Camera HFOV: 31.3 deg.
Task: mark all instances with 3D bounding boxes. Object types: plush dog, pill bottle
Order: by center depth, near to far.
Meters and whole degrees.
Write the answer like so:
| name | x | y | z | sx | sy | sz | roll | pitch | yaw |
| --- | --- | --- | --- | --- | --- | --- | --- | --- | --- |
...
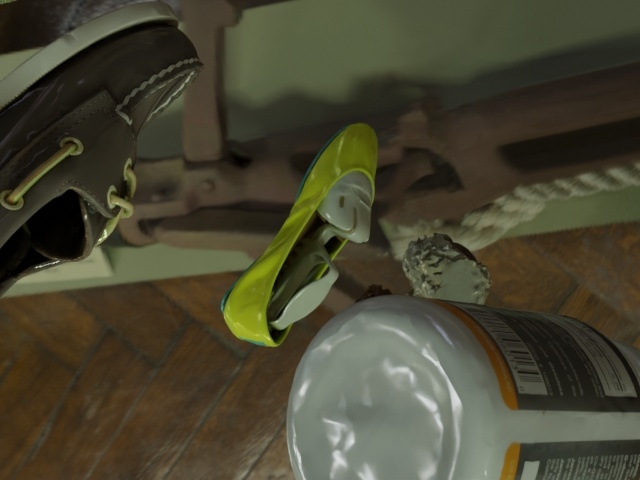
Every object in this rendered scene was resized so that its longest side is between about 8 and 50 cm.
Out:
| name | x | y | z | sx | sy | sz | roll | pitch | yaw |
| --- | --- | --- | --- | --- | --- | --- | --- | --- | --- |
| pill bottle | 0.123 | 0.125 | 0.773 | 0.162 | 0.278 | 0.162 | -8 | 78 | 41 |
| plush dog | 0.123 | 0.148 | 1.235 | 0.210 | 0.225 | 0.262 | -42 | 91 | -11 |

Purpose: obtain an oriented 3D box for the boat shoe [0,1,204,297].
| name | x | y | z | sx | sy | sz | roll | pitch | yaw |
| --- | --- | --- | --- | --- | --- | --- | --- | --- | --- |
| boat shoe | -0.158 | -0.022 | 0.598 | 0.097 | 0.324 | 0.116 | 43 | 136 | 2 |

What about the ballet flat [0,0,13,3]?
| name | x | y | z | sx | sy | sz | roll | pitch | yaw |
| --- | --- | --- | --- | --- | --- | --- | --- | --- | --- |
| ballet flat | -0.291 | -0.198 | 0.534 | 0.349 | 0.123 | 0.123 | 13 | 107 | -17 |

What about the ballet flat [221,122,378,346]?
| name | x | y | z | sx | sy | sz | roll | pitch | yaw |
| --- | --- | --- | --- | --- | --- | --- | --- | --- | --- |
| ballet flat | 0.000 | 0.000 | 1.041 | 0.077 | 0.077 | 0.231 | 30 | 83 | 45 |
